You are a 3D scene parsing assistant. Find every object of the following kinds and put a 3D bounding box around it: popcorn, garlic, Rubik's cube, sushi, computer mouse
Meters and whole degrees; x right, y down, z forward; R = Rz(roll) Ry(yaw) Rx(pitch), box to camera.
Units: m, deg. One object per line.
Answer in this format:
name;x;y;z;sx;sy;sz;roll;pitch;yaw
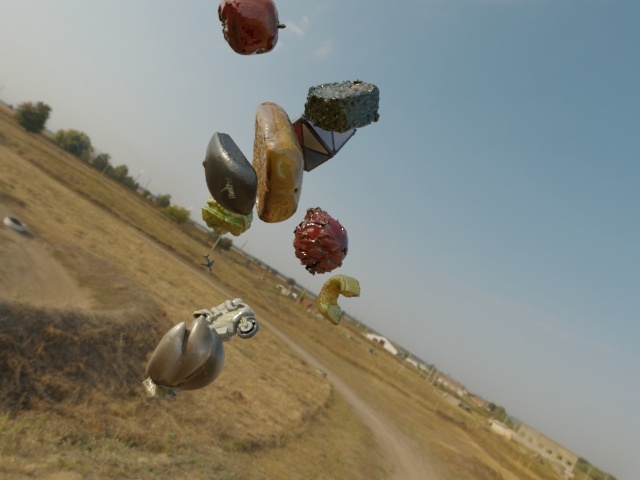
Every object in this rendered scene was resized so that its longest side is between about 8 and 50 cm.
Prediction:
popcorn;-0.497;-0.148;2.200;0.282;0.282;0.247;33;-29;-8
garlic;-0.477;0.442;1.480;0.132;0.325;0.279;39;-2;41
Rubik's cube;-0.023;-0.639;2.401;0.307;0.310;0.305;50;-34;-16
sushi;0.096;-0.652;1.935;0.294;0.352;0.178;35;-44;36
computer mouse;-0.281;-0.188;1.182;0.100;0.170;0.269;-5;44;-37

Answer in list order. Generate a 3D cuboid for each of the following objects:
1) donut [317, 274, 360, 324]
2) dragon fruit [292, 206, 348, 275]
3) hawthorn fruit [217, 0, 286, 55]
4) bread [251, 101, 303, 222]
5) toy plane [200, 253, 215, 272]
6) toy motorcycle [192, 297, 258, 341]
donut;0.053;0.196;1.425;0.078;0.181;0.146;27;14;-34
dragon fruit;0.000;0.000;1.751;0.244;0.245;0.298;-179;-104;-76
hawthorn fruit;-0.299;-0.949;1.763;0.300;0.274;0.275;3;-7;-2
bread;-0.141;-0.261;1.352;0.148;0.327;0.336;-2;46;-18
toy plane;-0.480;0.099;1.729;0.024;0.078;0.084;-17;-86;41
toy motorcycle;-0.421;0.348;1.785;0.341;0.222;0.107;-7;-50;13
